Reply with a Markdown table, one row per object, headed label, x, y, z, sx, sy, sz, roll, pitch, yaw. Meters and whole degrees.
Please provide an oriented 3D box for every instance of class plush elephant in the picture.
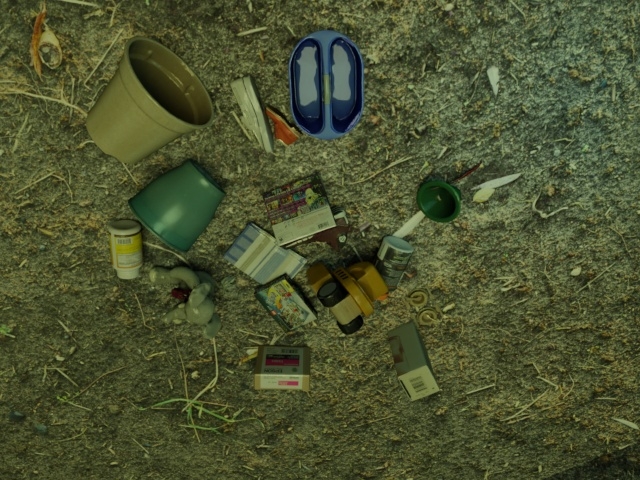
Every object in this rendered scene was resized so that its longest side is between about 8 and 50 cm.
| label | x | y | z | sx | sy | sz | roll | pitch | yaw |
| --- | --- | --- | --- | --- | --- | --- | --- | --- | --- |
| plush elephant | -0.502 | 0.246 | 1.906 | 0.330 | 0.255 | 0.271 | -10 | 116 | 3 |

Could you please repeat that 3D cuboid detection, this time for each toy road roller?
| label | x | y | z | sx | sy | sz | roll | pitch | yaw |
| --- | --- | --- | --- | --- | --- | --- | --- | --- | --- |
| toy road roller | 0.109 | 0.182 | 1.878 | 0.241 | 0.329 | 0.202 | -35 | 113 | -4 |

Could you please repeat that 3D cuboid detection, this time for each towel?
| label | x | y | z | sx | sy | sz | roll | pitch | yaw |
| --- | --- | --- | --- | --- | --- | --- | --- | --- | --- |
| towel | -0.222 | 0.072 | 1.955 | 0.285 | 0.034 | 0.209 | 35 | 112 | -15 |

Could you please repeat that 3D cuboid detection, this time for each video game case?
| label | x | y | z | sx | sy | sz | roll | pitch | yaw |
| --- | --- | --- | --- | --- | --- | --- | --- | --- | --- |
| video game case | -0.078 | -0.110 | 1.808 | 0.232 | 0.042 | 0.210 | -20 | 81 | 8 |

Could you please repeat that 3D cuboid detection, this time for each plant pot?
| label | x | y | z | sx | sy | sz | roll | pitch | yaw |
| --- | --- | --- | --- | --- | --- | --- | --- | --- | --- |
| plant pot | -0.487 | -0.140 | 1.734 | 0.255 | 0.271 | 0.272 | -45 | 110 | 2 |
| plant pot | -0.572 | -0.420 | 1.576 | 0.306 | 0.333 | 0.334 | -31 | 113 | 26 |

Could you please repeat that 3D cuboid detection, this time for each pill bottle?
| label | x | y | z | sx | sy | sz | roll | pitch | yaw |
| --- | --- | --- | --- | --- | --- | --- | --- | --- | --- |
| pill bottle | 0.266 | 0.116 | 1.934 | 0.131 | 0.130 | 0.245 | 16 | 114 | -9 |
| pill bottle | -0.746 | 0.037 | 1.876 | 0.117 | 0.117 | 0.214 | 5 | 116 | -4 |

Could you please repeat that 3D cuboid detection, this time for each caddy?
| label | x | y | z | sx | sy | sz | roll | pitch | yaw |
| --- | --- | --- | --- | --- | --- | --- | --- | --- | --- |
| caddy | 0.019 | -0.508 | 1.601 | 0.242 | 0.179 | 0.341 | -3 | 116 | 1 |

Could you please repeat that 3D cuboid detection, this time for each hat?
| label | x | y | z | sx | sy | sz | roll | pitch | yaw |
| --- | --- | --- | --- | --- | --- | --- | --- | --- | --- |
| hat | 0.500 | -0.183 | 1.856 | 0.209 | 0.184 | 0.172 | -2 | 117 | 46 |

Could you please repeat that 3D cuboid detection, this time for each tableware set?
| label | x | y | z | sx | sy | sz | roll | pitch | yaw |
| --- | --- | --- | --- | --- | --- | --- | --- | --- | --- |
| tableware set | 0.435 | 0.289 | 2.073 | 0.128 | 0.039 | 0.194 | -26 | 114 | 10 |

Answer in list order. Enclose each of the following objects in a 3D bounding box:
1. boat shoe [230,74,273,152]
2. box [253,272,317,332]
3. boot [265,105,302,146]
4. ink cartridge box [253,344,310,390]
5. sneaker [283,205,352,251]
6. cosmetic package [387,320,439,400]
| label | x | y | z | sx | sy | sz | roll | pitch | yaw |
| --- | --- | --- | --- | --- | --- | --- | --- | --- | --- |
| boat shoe | -0.236 | -0.426 | 1.681 | 0.088 | 0.096 | 0.267 | -15 | 114 | 10 |
| box | -0.141 | 0.261 | 2.003 | 0.159 | 0.044 | 0.233 | -28 | 113 | 19 |
| boot | -0.147 | -0.400 | 1.717 | 0.085 | 0.059 | 0.158 | -39 | 112 | 21 |
| ink cartridge box | -0.160 | 0.544 | 2.095 | 0.235 | 0.193 | 0.088 | 2 | 116 | -3 |
| sneaker | 0.000 | 0.000 | 1.888 | 0.282 | 0.106 | 0.162 | -28 | 116 | 11 |
| cosmetic package | 0.381 | 0.496 | 2.030 | 0.129 | 0.296 | 0.153 | -25 | 112 | 11 |
